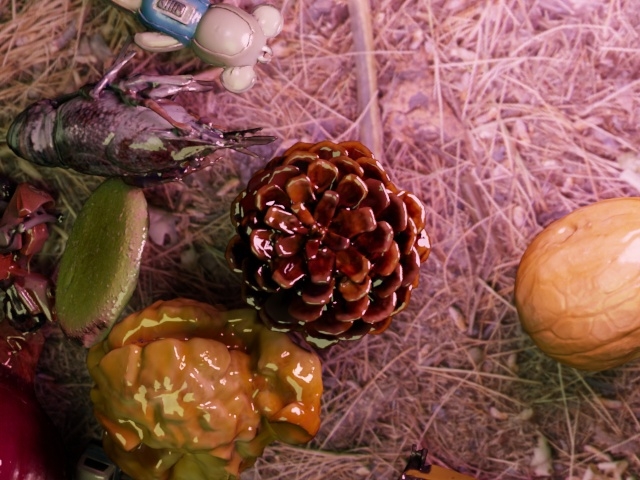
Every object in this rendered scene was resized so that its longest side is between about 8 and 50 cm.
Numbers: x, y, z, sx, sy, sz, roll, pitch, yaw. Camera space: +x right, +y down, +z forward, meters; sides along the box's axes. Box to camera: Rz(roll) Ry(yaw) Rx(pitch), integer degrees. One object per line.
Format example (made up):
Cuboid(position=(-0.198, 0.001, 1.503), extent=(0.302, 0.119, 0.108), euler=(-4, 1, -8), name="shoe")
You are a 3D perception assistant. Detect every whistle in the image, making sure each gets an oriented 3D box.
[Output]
Cuboid(position=(-0.160, -0.260, 1.628), extent=(0.236, 0.077, 0.114), euler=(26, 89, 11), name="whistle")

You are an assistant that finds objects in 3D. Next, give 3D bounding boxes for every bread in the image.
Cuboid(position=(-0.275, 0.023, 1.714), extent=(0.034, 0.228, 0.228), euler=(17, 124, -30), name="bread")

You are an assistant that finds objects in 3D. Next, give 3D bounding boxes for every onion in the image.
Cuboid(position=(-0.471, 0.267, 1.863), extent=(0.348, 0.348, 0.385), euler=(25, 81, 5), name="onion")

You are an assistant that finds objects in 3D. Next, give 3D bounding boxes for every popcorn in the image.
Cuboid(position=(-0.146, 0.179, 1.712), extent=(0.332, 0.225, 0.265), euler=(-6, 143, 34), name="popcorn")

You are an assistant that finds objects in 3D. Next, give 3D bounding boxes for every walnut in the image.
Cuboid(position=(0.324, 0.045, 1.548), extent=(0.226, 0.193, 0.193), euler=(-30, 102, 35), name="walnut")

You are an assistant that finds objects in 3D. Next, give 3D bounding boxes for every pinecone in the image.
Cuboid(position=(-0.001, 0.003, 1.574), extent=(0.246, 0.292, 0.246), euler=(0, 87, 8), name="pinecone")

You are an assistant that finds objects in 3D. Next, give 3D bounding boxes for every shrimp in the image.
Cuboid(position=(-0.216, -0.153, 1.657), extent=(0.372, 0.137, 0.172), euler=(-3, 109, 19), name="shrimp")

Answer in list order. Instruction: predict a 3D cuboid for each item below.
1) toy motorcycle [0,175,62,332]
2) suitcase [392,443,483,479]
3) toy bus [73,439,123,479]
Cuboid(position=(-0.385, 0.013, 1.808), extent=(0.118, 0.084, 0.212), euler=(-13, 95, 25), name="toy motorcycle")
Cuboid(position=(0.164, 0.406, 1.791), extent=(0.194, 0.143, 0.234), euler=(17, 118, 9), name="suitcase")
Cuboid(position=(-0.319, 0.353, 1.954), extent=(0.060, 0.075, 0.122), euler=(19, 118, 8), name="toy bus")
